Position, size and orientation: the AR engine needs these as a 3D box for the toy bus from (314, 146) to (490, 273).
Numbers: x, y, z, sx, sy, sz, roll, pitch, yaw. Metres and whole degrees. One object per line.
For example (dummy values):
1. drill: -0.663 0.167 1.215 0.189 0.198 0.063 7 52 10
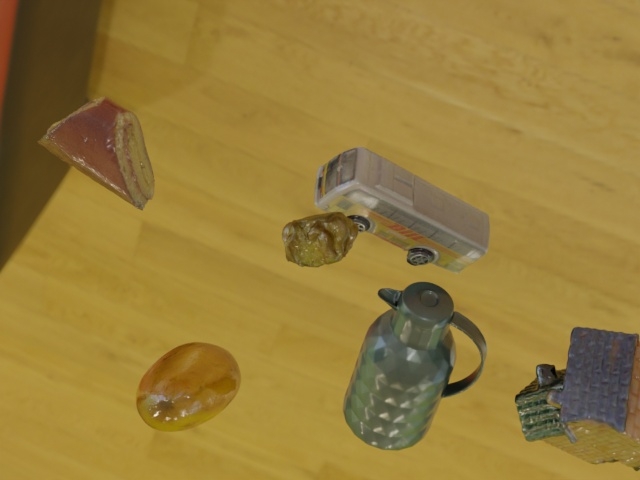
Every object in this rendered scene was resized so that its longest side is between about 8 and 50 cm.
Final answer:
1. toy bus: 0.122 -0.042 1.702 0.268 0.092 0.106 26 141 -26

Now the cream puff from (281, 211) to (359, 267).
1. cream puff: 0.000 0.000 1.298 0.083 0.083 0.058 174 86 -70

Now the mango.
1. mango: -0.188 0.205 1.634 0.145 0.219 0.112 -24 90 8

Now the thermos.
1. thermos: 0.142 0.186 1.752 0.182 0.145 0.286 21 136 4

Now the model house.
1. model house: 0.353 0.203 1.539 0.172 0.166 0.183 22 151 -21

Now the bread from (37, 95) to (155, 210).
1. bread: -0.310 -0.137 1.641 0.192 0.067 0.119 29 125 13
